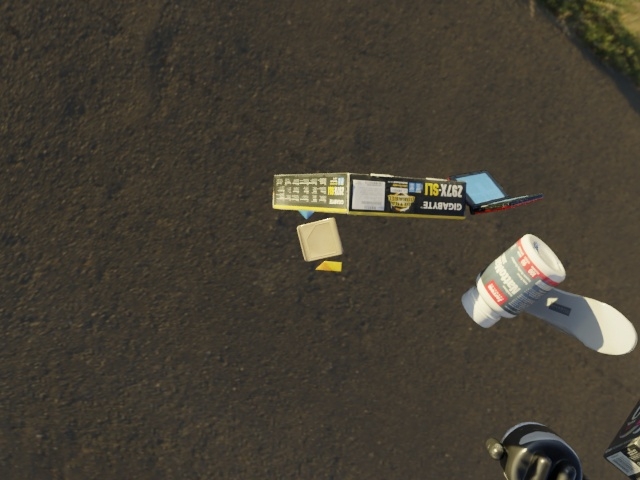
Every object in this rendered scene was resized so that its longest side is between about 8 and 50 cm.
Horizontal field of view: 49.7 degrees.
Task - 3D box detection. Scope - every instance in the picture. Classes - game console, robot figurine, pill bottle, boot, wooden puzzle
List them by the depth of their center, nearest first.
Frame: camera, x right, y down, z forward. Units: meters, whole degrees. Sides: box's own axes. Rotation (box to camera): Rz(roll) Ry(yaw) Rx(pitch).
[{"bbox_3d":[0.000,0.000,1.235,0.014,0.078,0.116,-27,110,-74],"label":"wooden puzzle"},{"bbox_3d":[0.360,0.083,1.310,0.108,0.180,0.108,33,30,-22],"label":"pill bottle"},{"bbox_3d":[0.344,-0.103,1.350,0.144,0.124,0.085,-14,92,-42],"label":"game console"},{"bbox_3d":[0.536,0.156,1.413,0.123,0.258,0.095,15,102,-47],"label":"boot"},{"bbox_3d":[0.530,0.548,1.681,0.173,0.278,0.209,-32,88,3],"label":"robot figurine"}]

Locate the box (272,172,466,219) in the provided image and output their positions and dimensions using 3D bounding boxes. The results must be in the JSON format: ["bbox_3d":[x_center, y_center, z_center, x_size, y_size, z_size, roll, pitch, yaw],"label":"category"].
[{"bbox_3d":[0.086,-0.088,1.349,0.257,0.322,0.079,-1,95,-28],"label":"box"}]

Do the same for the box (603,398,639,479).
[{"bbox_3d":[0.791,0.418,1.554,0.143,0.165,0.270,40,65,14],"label":"box"}]
